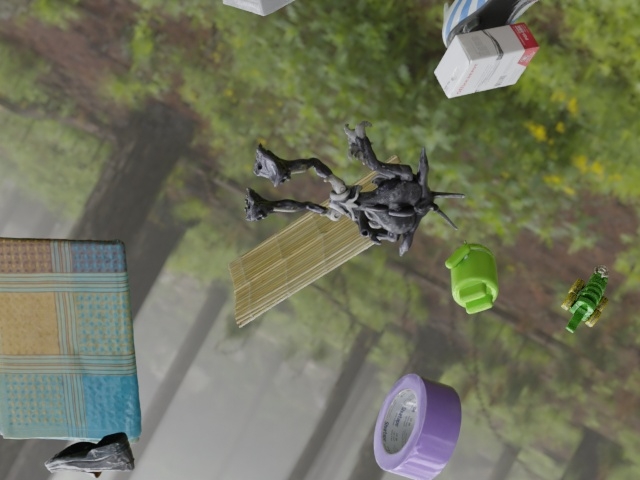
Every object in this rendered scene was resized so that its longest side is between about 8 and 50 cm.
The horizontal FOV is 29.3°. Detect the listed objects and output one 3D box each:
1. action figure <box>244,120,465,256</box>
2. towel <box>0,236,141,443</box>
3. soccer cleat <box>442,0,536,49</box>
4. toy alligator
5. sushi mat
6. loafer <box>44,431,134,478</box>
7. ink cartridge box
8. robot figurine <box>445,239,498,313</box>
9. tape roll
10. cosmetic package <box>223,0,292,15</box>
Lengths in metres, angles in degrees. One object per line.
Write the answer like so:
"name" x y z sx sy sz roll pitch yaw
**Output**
"action figure" 0.044 -0.073 1.612 0.275 0.164 0.141 5 -147 -11
"towel" -0.449 0.175 2.130 0.271 0.370 0.040 2 -165 13
"soccer cleat" 0.309 -0.427 1.953 0.116 0.331 0.143 23 -135 -31
"toy alligator" 0.419 0.075 1.874 0.056 0.051 0.190 36 -138 6
"sushi mat" 0.000 0.000 1.756 0.019 0.316 0.151 48 -162 -31
"loafer" -0.377 0.362 1.993 0.170 0.061 0.062 -16 -166 31
"ink cartridge box" 0.261 -0.285 1.931 0.056 0.135 0.099 64 151 22
"robot figurine" 0.222 0.052 1.766 0.101 0.067 0.115 53 -154 -36
"tape roll" 0.181 0.350 2.293 0.080 0.189 0.189 22 -177 -21
"cosmetic package" -0.117 -0.495 1.971 0.127 0.107 0.238 25 137 48
